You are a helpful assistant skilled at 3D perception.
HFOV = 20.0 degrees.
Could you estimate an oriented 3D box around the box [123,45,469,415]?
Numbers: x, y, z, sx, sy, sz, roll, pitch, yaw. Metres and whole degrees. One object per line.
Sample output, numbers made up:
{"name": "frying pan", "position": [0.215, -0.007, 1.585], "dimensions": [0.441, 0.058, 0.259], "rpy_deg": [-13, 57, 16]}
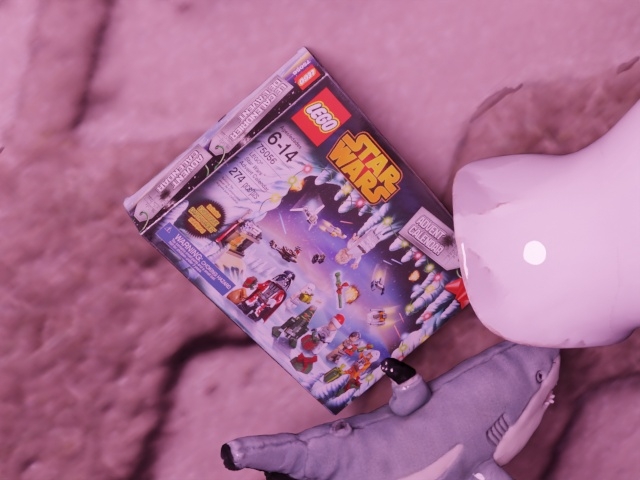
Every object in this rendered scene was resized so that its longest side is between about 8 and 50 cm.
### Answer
{"name": "box", "position": [0.000, 0.000, 0.723], "dimensions": [0.094, 0.027, 0.137], "rpy_deg": [-41, 129, 4]}

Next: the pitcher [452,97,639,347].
{"name": "pitcher", "position": [0.183, -0.018, 0.711], "dimensions": [0.207, 0.125, 0.177], "rpy_deg": [-23, 158, 40]}

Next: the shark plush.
{"name": "shark plush", "position": [0.028, 0.073, 0.758], "dimensions": [0.161, 0.073, 0.067], "rpy_deg": [1, 117, -23]}
